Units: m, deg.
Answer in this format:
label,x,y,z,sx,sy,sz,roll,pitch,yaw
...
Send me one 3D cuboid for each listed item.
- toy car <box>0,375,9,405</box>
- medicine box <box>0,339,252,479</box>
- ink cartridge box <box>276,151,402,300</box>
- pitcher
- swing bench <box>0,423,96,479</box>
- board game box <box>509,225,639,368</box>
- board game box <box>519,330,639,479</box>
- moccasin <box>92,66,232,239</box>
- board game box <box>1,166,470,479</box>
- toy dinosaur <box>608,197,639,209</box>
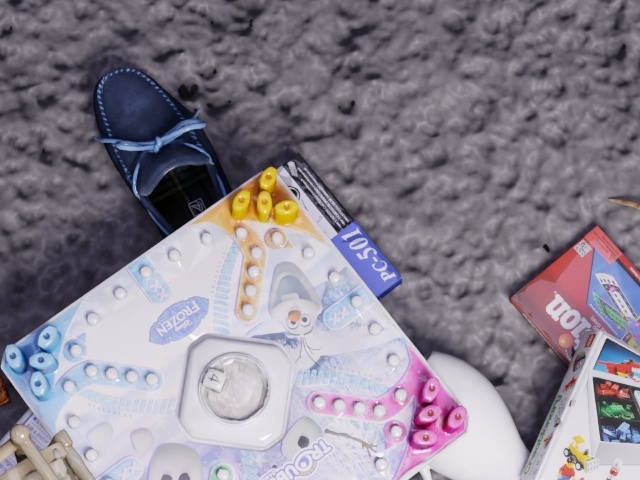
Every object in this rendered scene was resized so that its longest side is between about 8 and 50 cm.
label,x,y,z,sx,sy,sz,roll,pitch,yaw
toy car,-0.369,0.173,1.779,0.122,0.040,0.060,-5,77,0
medicine box,-0.252,0.312,1.688,0.263,0.149,0.289,40,80,9
ink cartridge box,0.000,0.000,1.810,0.097,0.046,0.207,-38,79,-6
pitcher,0.158,0.249,1.711,0.207,0.125,0.178,45,77,0
swing bench,-0.260,0.334,1.473,0.165,0.254,0.253,-37,80,-1
board game box,0.378,0.133,1.783,0.145,0.027,0.281,-40,79,-6
board game box,0.403,0.258,1.693,0.305,0.053,0.193,29,78,-12
moccasin,-0.168,-0.081,1.795,0.138,0.117,0.342,-35,79,-7
board game box,-0.095,0.166,1.626,0.390,0.050,0.390,-36,77,-12
toy dinosaur,0.453,0.015,1.790,0.112,0.064,0.211,-22,77,-3
